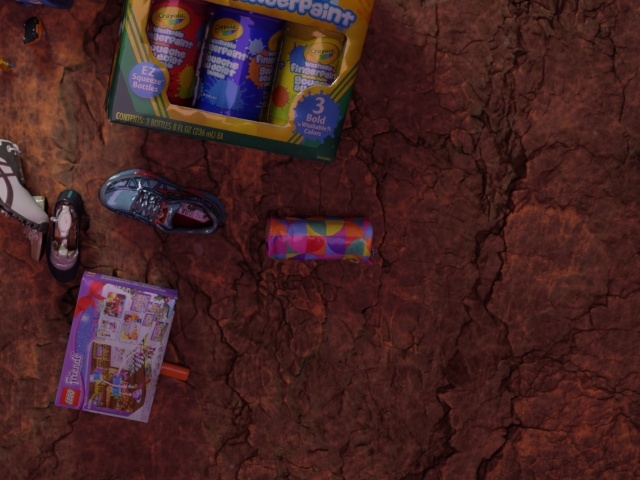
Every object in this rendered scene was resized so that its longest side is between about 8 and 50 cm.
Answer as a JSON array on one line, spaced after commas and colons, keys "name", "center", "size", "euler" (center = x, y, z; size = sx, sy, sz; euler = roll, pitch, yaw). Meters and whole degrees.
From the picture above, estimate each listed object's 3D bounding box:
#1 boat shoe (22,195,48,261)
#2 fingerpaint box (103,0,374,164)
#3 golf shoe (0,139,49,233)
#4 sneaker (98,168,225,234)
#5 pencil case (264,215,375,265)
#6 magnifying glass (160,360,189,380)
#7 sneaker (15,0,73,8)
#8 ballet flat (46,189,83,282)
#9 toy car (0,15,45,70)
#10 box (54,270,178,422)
[{"name": "boat shoe", "center": [-0.583, -0.025, 1.889], "size": [0.045, 0.050, 0.135], "euler": [5, 96, -5]}, {"name": "fingerpaint box", "center": [-0.152, -0.372, 1.751], "size": [0.444, 0.163, 0.371], "euler": [10, 105, -19]}, {"name": "golf shoe", "center": [-0.619, -0.130, 1.809], "size": [0.273, 0.105, 0.120], "euler": [44, 81, -6]}, {"name": "sneaker", "center": [-0.317, -0.073, 1.866], "size": [0.261, 0.125, 0.104], "euler": [11, 104, -10]}, {"name": "pencil case", "center": [0.000, 0.000, 1.945], "size": [0.236, 0.104, 0.104], "euler": [3, 106, -7]}, {"name": "magnifying glass", "center": [-0.398, 0.259, 2.009], "size": [0.231, 0.026, 0.092], "euler": [19, 102, -10]}, {"name": "sneaker", "center": [-0.544, -0.473, 1.761], "size": [0.144, 0.059, 0.053], "euler": [13, 73, -27]}, {"name": "ballet flat", "center": [-0.524, -0.003, 1.890], "size": [0.074, 0.074, 0.203], "euler": [8, 105, -10]}, {"name": "toy car", "center": [-0.580, -0.380, 1.799], "size": [0.122, 0.060, 0.040], "euler": [-30, 153, 19]}, {"name": "box", "center": [-0.429, 0.226, 1.952], "size": [0.201, 0.057, 0.293], "euler": [13, 103, -11]}]
